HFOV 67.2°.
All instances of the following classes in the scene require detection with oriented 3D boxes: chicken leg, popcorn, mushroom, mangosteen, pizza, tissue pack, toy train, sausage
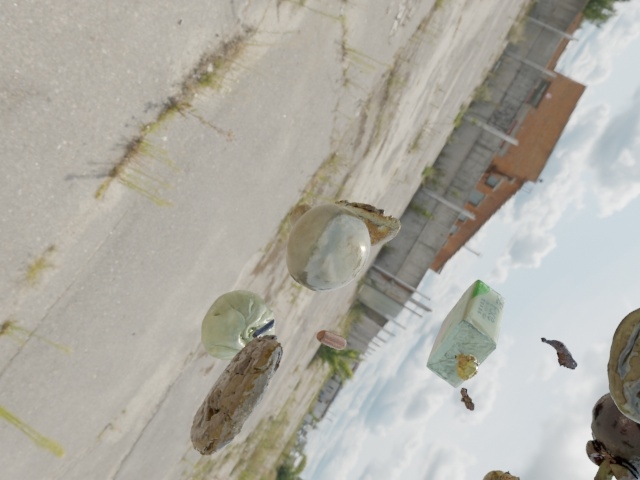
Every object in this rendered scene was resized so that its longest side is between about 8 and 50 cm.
[{"bbox_3d":[1.081,0.501,2.174,0.093,0.205,0.053,-36,173,-18],"label":"chicken leg"},{"bbox_3d":[0.440,0.378,1.473,0.084,0.084,0.084,-57,170,-15],"label":"popcorn"},{"bbox_3d":[-0.002,0.010,1.071,0.206,0.209,0.207,-52,153,-39],"label":"mushroom"},{"bbox_3d":[0.941,0.585,1.439,0.293,0.297,0.297,-20,-169,28],"label":"mangosteen"},{"bbox_3d":[0.126,-0.063,1.374,0.069,0.193,0.154,-58,-172,-25],"label":"pizza"},{"bbox_3d":[0.680,0.423,2.229,0.405,0.205,0.332,-40,162,-56],"label":"tissue pack"},{"bbox_3d":[-0.141,0.226,1.233,0.083,0.017,0.017,-29,159,-52],"label":"toy train"},{"bbox_3d":[0.028,0.242,1.173,0.034,0.083,0.034,-33,-138,35],"label":"sausage"}]

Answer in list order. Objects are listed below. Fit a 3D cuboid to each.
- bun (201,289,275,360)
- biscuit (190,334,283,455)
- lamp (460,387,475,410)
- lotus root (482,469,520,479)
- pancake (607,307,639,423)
[{"bbox_3d":[-0.272,0.293,1.652,0.160,0.259,0.259,-2,-131,58],"label":"bun"},{"bbox_3d":[-0.194,0.332,1.076,0.296,0.075,0.296,-50,-167,15],"label":"biscuit"},{"bbox_3d":[0.553,0.601,1.810,0.083,0.031,0.063,-122,-156,-67],"label":"lamp"},{"bbox_3d":[0.683,0.976,1.840,0.155,0.139,0.257,-96,-179,-54],"label":"lotus root"},{"bbox_3d":[0.803,0.288,1.099,0.295,0.294,0.049,-59,168,-1],"label":"pancake"}]
